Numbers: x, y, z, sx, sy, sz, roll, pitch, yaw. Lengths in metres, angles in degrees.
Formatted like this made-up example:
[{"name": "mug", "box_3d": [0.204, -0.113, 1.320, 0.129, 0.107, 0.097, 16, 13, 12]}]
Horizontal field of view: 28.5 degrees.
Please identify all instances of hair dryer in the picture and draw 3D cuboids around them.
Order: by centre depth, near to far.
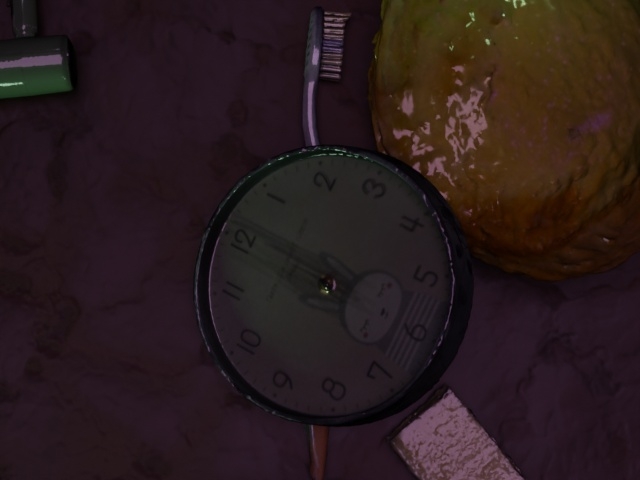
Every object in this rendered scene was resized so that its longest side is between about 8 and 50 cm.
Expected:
[{"name": "hair dryer", "box_3d": [-0.235, -0.186, 1.006, 0.071, 0.047, 0.150, -6, 74, -3]}]

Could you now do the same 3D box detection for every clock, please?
[{"name": "clock", "box_3d": [0.005, 0.033, 0.944, 0.215, 0.042, 0.214, -2, 85, 21]}]

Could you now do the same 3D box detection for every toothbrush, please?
[{"name": "toothbrush", "box_3d": [0.000, 0.000, 0.991, 0.037, 0.028, 0.375, 3, 84, -8]}]

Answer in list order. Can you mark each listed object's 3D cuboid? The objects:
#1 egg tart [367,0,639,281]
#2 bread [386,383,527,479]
[{"name": "egg tart", "box_3d": [0.168, -0.114, 0.924, 0.294, 0.123, 0.294, 14, 114, 34]}, {"name": "bread", "box_3d": [0.121, 0.190, 0.975, 0.068, 0.028, 0.153, -40, 87, -4]}]
